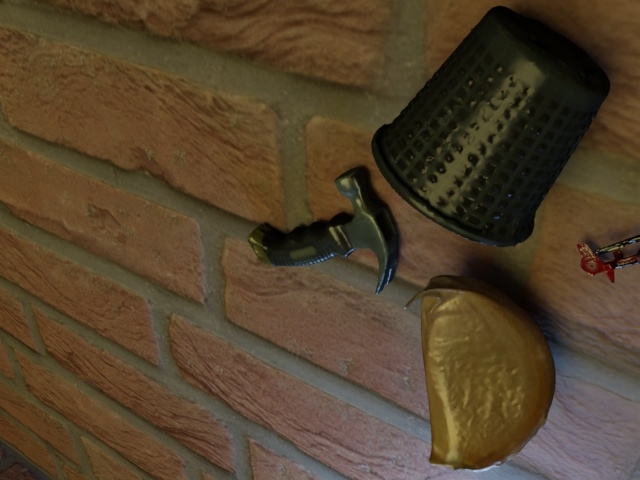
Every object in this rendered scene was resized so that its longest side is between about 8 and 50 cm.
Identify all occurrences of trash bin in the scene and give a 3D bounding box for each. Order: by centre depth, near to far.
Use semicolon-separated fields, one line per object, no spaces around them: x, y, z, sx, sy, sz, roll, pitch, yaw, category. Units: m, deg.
0.160;-0.107;0.589;0.175;0.175;0.161;40;125;9;trash bin

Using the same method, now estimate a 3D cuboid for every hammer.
0.000;0.000;0.873;0.227;0.041;0.158;-11;110;43;hammer

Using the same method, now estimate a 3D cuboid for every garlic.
0.172;0.138;0.744;0.145;0.164;0.244;14;124;53;garlic

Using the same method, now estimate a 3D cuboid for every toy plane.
0.316;0.013;0.627;0.145;0.037;0.060;-18;103;44;toy plane
